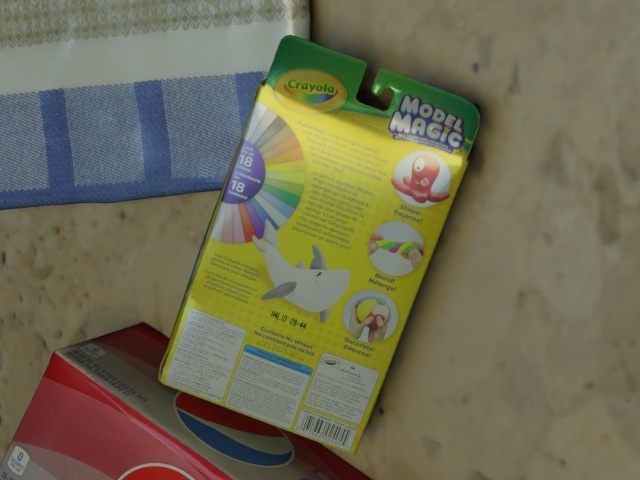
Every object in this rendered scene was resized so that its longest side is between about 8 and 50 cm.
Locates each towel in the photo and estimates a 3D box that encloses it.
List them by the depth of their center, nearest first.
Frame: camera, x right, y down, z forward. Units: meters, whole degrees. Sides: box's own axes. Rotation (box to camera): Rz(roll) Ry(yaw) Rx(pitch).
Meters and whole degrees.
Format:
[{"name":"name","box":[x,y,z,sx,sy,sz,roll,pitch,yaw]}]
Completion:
[{"name":"towel","box":[-0.105,-0.161,0.788,0.209,0.034,0.285,-4,98,21]}]

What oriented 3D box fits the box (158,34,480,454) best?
[{"name":"box","box":[0.000,0.000,0.747,0.105,0.043,0.179,21,108,1]}]

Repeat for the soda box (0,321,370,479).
[{"name":"soda box","box":[-0.024,0.148,0.764,0.263,0.092,0.083,32,107,16]}]
